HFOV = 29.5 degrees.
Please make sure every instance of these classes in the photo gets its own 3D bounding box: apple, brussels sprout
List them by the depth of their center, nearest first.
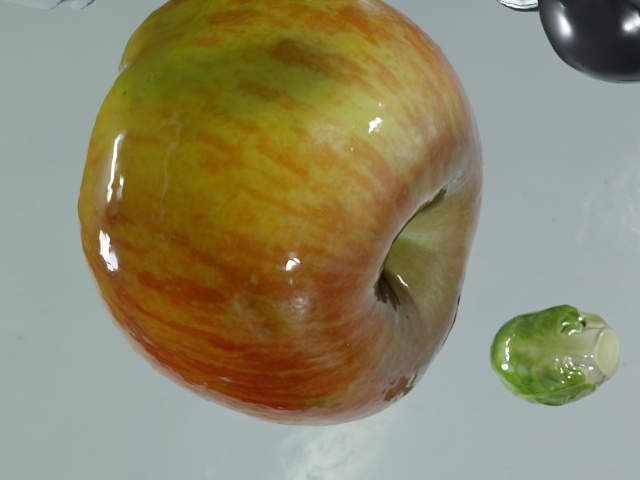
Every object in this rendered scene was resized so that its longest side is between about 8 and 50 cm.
[{"bbox_3d":[-0.038,-0.033,0.833,0.301,0.301,0.302,-9,71,26],"label":"apple"},{"bbox_3d":[0.279,0.138,1.445,0.155,0.155,0.118,2,82,29],"label":"brussels sprout"}]

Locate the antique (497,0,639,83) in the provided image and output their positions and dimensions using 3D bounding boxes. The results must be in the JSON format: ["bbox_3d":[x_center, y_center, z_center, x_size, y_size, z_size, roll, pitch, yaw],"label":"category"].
[{"bbox_3d":[0.173,-0.209,0.500,0.255,0.185,0.322,-16,70,-21],"label":"antique"}]

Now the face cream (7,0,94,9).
[{"bbox_3d":[-0.107,-0.134,0.423,0.101,0.251,0.101,-27,59,58],"label":"face cream"}]
